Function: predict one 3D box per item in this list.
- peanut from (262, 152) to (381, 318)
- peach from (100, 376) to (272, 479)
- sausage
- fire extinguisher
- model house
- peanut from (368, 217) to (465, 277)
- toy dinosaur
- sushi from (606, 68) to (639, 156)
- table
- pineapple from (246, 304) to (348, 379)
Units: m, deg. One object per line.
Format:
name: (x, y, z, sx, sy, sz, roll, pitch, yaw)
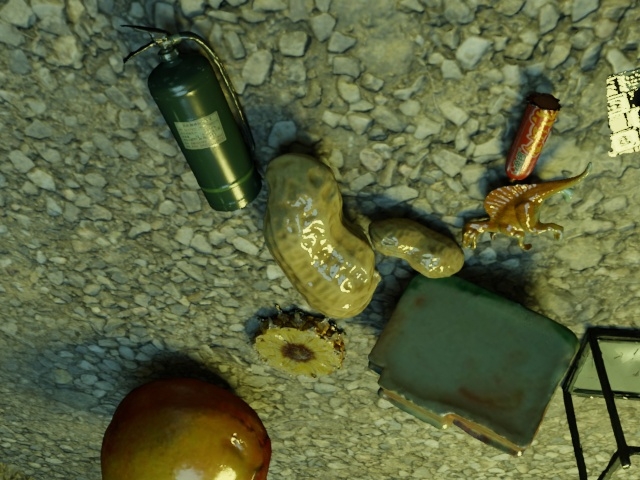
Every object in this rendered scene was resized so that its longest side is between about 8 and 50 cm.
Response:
peanut: (0.000, 0.000, 0.996, 0.153, 0.140, 0.325, 5, 137, 27)
peach: (-0.284, 0.459, 1.378, 0.373, 0.290, 0.372, 2, 102, 9)
sausage: (0.289, -0.135, 0.890, 0.050, 0.048, 0.145, -22, 144, -26)
fire extinguisher: (-0.168, -0.177, 0.877, 0.118, 0.093, 0.294, -25, 131, -5)
model house: (0.266, 0.231, 1.157, 0.312, 0.245, 0.280, 24, 168, 20)
peanut: (0.156, 0.012, 1.029, 0.175, 0.080, 0.080, 22, 133, -15)
toy dinosaur: (0.305, -0.058, 0.965, 0.142, 0.057, 0.212, 12, 132, 4)
sushi: (0.482, -0.175, 0.834, 0.201, 0.031, 0.139, -13, 132, 19)
table: (0.657, 0.341, 1.159, 0.335, 0.272, 0.222, 3, 136, 4)
pineapple: (-0.045, 0.212, 1.279, 0.221, 0.047, 0.221, 5, 135, 5)
